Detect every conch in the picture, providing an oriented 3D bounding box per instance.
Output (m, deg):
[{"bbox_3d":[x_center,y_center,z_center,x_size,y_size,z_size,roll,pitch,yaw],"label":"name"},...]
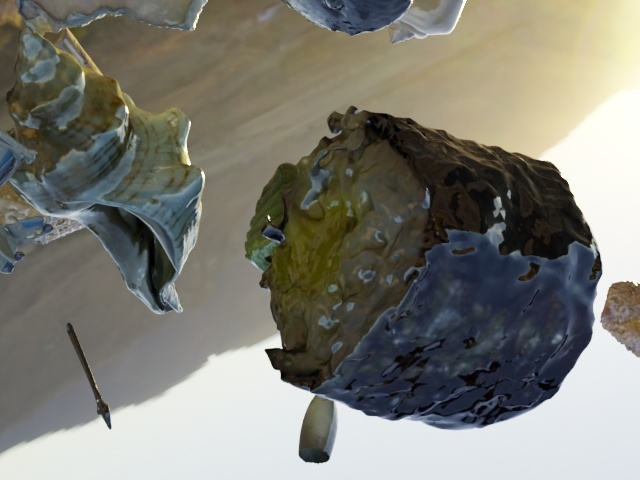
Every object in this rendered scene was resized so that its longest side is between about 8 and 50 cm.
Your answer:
[{"bbox_3d":[-0.197,-0.066,1.131,0.203,0.386,0.170,22,-108,39],"label":"conch"},{"bbox_3d":[0.174,-0.415,1.745,0.255,0.158,0.127,-53,170,-10],"label":"conch"}]

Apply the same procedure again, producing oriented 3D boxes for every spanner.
[{"bbox_3d":[-0.363,0.210,1.750,0.012,0.208,0.046,-14,143,-23],"label":"spanner"}]

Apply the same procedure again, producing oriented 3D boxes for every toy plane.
[{"bbox_3d":[-0.353,-0.045,0.932,0.192,0.262,0.088,-46,-149,4],"label":"toy plane"}]

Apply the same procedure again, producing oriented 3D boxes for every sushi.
[{"bbox_3d":[0.115,0.032,1.174,0.294,0.300,0.281,17,-164,-30],"label":"sushi"}]

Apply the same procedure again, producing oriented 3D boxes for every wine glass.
[{"bbox_3d":[0.008,0.258,1.760,0.066,0.066,0.198,-25,-143,35],"label":"wine glass"}]

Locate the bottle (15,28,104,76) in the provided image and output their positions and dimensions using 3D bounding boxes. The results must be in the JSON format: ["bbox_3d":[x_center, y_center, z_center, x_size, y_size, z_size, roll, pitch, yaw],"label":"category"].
[{"bbox_3d":[-0.393,-0.235,1.790,0.097,0.209,0.110,0,-131,36],"label":"bottle"}]

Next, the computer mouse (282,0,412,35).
[{"bbox_3d":[0.004,-0.355,1.225,0.182,0.323,0.116,8,-131,24],"label":"computer mouse"}]

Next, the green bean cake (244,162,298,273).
[{"bbox_3d":[0.000,0.000,1.816,0.125,0.248,0.222,-38,-155,34],"label":"green bean cake"}]

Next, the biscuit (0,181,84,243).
[{"bbox_3d":[-0.353,-0.061,1.522,0.108,0.062,0.239,18,-159,16],"label":"biscuit"}]

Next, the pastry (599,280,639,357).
[{"bbox_3d":[0.503,0.125,1.547,0.265,0.103,0.112,20,161,-40],"label":"pastry"}]

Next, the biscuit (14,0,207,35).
[{"bbox_3d":[-0.214,-0.271,1.021,0.188,0.265,0.040,-53,166,-3],"label":"biscuit"}]
